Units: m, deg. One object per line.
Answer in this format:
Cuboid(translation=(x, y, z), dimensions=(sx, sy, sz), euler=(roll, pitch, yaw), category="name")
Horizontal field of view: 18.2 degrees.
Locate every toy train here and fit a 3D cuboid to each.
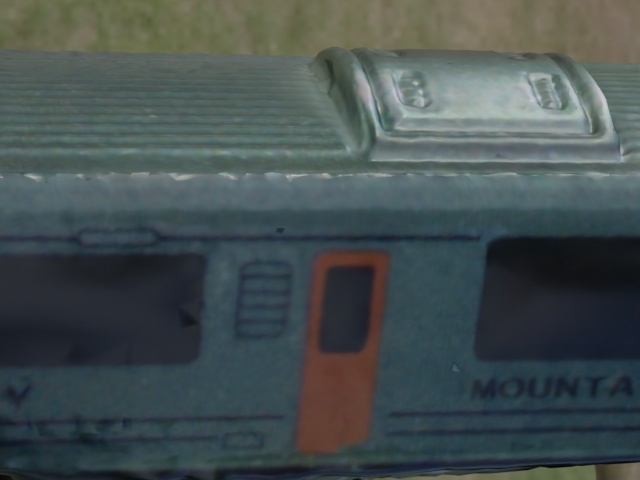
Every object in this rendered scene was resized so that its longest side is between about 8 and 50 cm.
Cuboid(translation=(0.000, 0.000, 0.446), dimensions=(0.086, 0.409, 0.089), euler=(-114, -154, -62), category="toy train")

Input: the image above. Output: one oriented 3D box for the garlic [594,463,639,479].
Cuboid(translation=(0.137, 0.220, 0.670), dimensions=(0.279, 0.132, 0.325), euler=(142, -58, -62), category="garlic")
